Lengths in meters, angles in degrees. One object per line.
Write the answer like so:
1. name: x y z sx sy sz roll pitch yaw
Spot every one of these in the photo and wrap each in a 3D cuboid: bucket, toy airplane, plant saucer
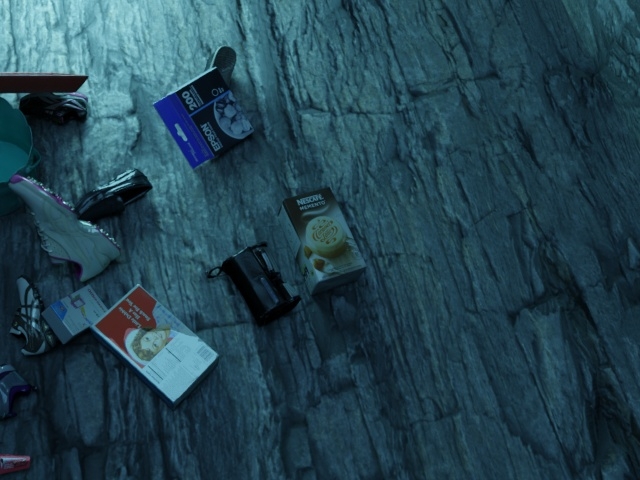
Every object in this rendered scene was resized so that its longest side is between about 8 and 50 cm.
1. bucket: -0.825 -0.199 1.739 0.281 0.183 0.281 5 63 -11
2. toy airplane: -0.686 0.497 1.508 0.151 0.028 0.151 4 63 -9
3. plant saucer: -0.755 -0.398 1.808 0.259 0.258 0.047 -9 107 -39

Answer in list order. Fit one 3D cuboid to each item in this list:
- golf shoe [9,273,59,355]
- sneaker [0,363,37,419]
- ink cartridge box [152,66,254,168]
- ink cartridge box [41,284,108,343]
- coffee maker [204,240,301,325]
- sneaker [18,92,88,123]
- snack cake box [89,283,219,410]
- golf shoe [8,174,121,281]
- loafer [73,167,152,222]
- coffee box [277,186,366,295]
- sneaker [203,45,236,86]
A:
1. golf shoe: -0.676 0.171 1.648 0.094 0.077 0.198 -22 69 -21
2. sneaker: -0.717 0.373 1.536 0.098 0.083 0.223 36 61 1
3. ink cartridge box: -0.314 -0.333 1.947 0.208 0.045 0.206 -39 109 -26
4. ink cartridge box: -0.561 0.168 1.652 0.088 0.052 0.122 53 34 0
5. coffee maker: -0.162 0.119 1.780 0.171 0.120 0.178 -32 72 0
6. sneaker: -0.707 -0.347 1.904 0.178 0.072 0.077 -8 67 -15
7. snack cake box: -0.384 0.247 1.668 0.264 0.089 0.152 40 64 9
8. golf shoe: -0.618 -0.025 1.684 0.306 0.115 0.140 44 79 -24
9. loafer: -0.528 -0.103 1.817 0.078 0.076 0.223 40 58 19
10. coffee box: 0.000 0.000 1.871 0.141 0.098 0.246 -17 69 -20
11. sneaker: -0.308 -0.443 2.046 0.083 0.118 0.222 26 88 -22
